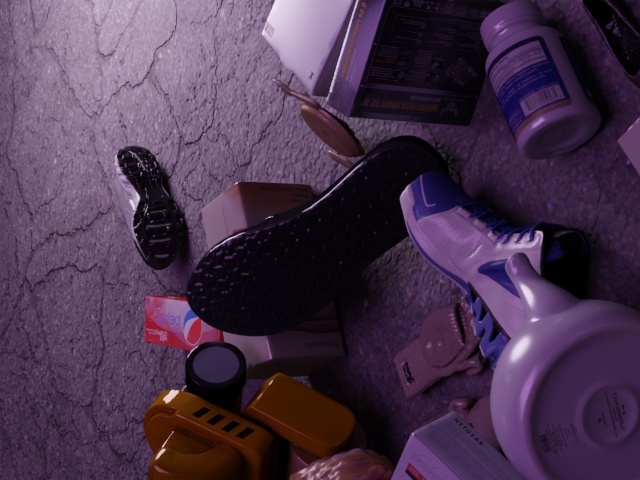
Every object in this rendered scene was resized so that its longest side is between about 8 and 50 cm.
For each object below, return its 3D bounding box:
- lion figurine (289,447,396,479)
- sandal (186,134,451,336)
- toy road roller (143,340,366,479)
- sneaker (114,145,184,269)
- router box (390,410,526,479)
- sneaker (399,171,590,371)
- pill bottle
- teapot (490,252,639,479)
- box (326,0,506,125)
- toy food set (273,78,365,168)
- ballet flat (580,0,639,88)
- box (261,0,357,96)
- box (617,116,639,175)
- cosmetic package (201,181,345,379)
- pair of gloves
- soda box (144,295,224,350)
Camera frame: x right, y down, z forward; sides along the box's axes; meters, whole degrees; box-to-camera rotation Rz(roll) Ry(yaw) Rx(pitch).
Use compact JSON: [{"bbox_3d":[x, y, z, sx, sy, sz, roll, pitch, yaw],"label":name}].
[{"bbox_3d":[0.009,0.430,1.889,0.392,0.240,0.142,79,166,-62],"label":"lion figurine"},{"bbox_3d":[0.002,0.001,1.918,0.445,0.107,0.168,-31,100,16],"label":"sandal"},{"bbox_3d":[-0.118,0.334,1.938,0.329,0.241,0.203,23,138,15],"label":"toy road roller"},{"bbox_3d":[-0.333,-0.053,2.483,0.108,0.100,0.272,114,143,-48],"label":"sneaker"},{"bbox_3d":[0.207,0.432,1.606,0.335,0.082,0.301,42,132,28],"label":"router box"},{"bbox_3d":[0.253,0.015,1.678,0.182,0.127,0.316,-50,58,35],"label":"sneaker"},{"bbox_3d":[0.275,-0.209,1.651,0.112,0.112,0.187,-44,55,43],"label":"pill bottle"},{"bbox_3d":[0.304,0.182,1.525,0.256,0.252,0.187,-66,17,3],"label":"teapot"},{"bbox_3d":[0.133,-0.253,1.744,0.056,0.231,0.183,38,119,43],"label":"box"},{"bbox_3d":[0.018,-0.179,1.974,0.038,0.192,0.132,-48,43,-9],"label":"toy food set"},{"bbox_3d":[0.370,-0.240,1.577,0.057,0.049,0.173,-57,47,36],"label":"ballet flat"},{"bbox_3d":[0.024,-0.339,1.985,0.181,0.119,0.182,52,128,40],"label":"box"},{"bbox_3d":[0.455,-0.058,1.375,0.127,0.148,0.232,-52,50,38],"label":"box"},{"bbox_3d":[-0.078,0.065,2.078,0.129,0.153,0.296,-32,65,49],"label":"cosmetic package"},{"bbox_3d":[0.200,0.208,1.792,0.204,0.042,0.240,-55,46,41],"label":"pair of gloves"},{"bbox_3d":[-0.218,0.151,2.316,0.263,0.083,0.092,3,91,53],"label":"soda box"}]
